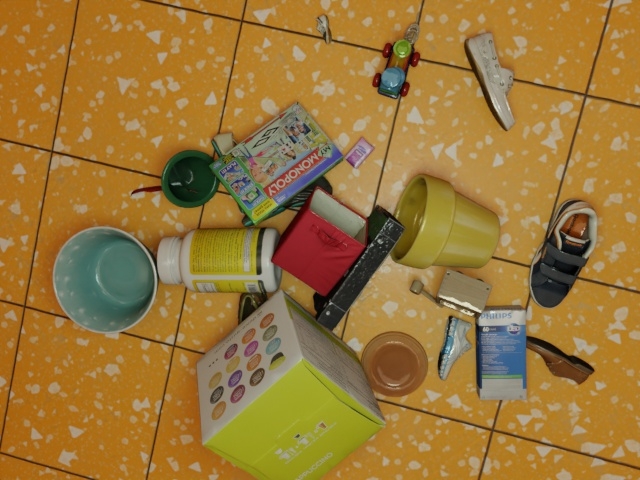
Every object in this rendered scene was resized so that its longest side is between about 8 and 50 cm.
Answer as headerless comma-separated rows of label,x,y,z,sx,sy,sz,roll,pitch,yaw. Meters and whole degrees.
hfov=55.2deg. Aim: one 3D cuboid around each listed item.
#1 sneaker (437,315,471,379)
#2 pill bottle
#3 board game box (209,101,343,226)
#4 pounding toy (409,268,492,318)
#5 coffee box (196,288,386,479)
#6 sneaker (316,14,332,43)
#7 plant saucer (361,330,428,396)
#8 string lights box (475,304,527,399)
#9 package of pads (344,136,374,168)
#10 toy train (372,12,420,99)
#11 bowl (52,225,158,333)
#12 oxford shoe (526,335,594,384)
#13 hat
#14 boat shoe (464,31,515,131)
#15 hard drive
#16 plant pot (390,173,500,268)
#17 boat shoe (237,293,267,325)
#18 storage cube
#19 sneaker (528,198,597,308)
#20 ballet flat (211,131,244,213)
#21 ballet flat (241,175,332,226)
sneaker,0.394,0.319,1.778,0.083,0.071,0.191,13,97,-1
pill bottle,-0.285,0.057,1.764,0.334,0.188,0.188,0,96,6
board game box,-0.123,-0.218,1.732,0.317,0.046,0.213,-38,80,-8
pounding toy,0.360,0.135,1.708,0.206,0.181,0.094,21,81,14
coffee box,-0.090,0.409,1.646,0.337,0.334,0.338,-42,118,9
sneaker,0.009,-0.600,1.751,0.037,0.032,0.083,-10,90,21
plant saucer,0.219,0.371,1.816,0.200,0.037,0.200,1,95,6
string lights box,0.517,0.320,1.758,0.133,0.077,0.260,-1,95,6
package of pads,0.112,-0.252,1.769,0.050,0.032,0.083,43,98,4
toy train,0.223,-0.520,1.674,0.105,0.143,0.248,19,97,4
bowl,-0.607,0.106,1.816,0.311,0.163,0.311,1,96,5
oxford shoe,0.668,0.346,1.750,0.212,0.076,0.076,30,109,3
hat,-0.434,-0.198,1.838,0.208,0.183,0.173,-2,106,-35
boat shoe,0.487,-0.439,1.677,0.096,0.098,0.277,-22,92,9
hard drive,0.100,0.068,1.698,0.064,0.237,0.339,33,97,-9
plant pot,0.344,-0.029,1.671,0.239,0.254,0.254,16,97,-11
boat shoe,-0.202,0.296,1.819,0.110,0.104,0.307,-8,95,6
storage cube,0.000,0.000,1.675,0.183,0.215,0.193,33,114,-9
sneaker,0.668,0.042,1.693,0.126,0.127,0.321,14,98,3
ballet flat,-0.239,-0.202,1.793,0.086,0.086,0.248,-22,92,8
ballet flat,-0.104,-0.124,1.782,0.280,0.095,0.096,-18,84,-3
